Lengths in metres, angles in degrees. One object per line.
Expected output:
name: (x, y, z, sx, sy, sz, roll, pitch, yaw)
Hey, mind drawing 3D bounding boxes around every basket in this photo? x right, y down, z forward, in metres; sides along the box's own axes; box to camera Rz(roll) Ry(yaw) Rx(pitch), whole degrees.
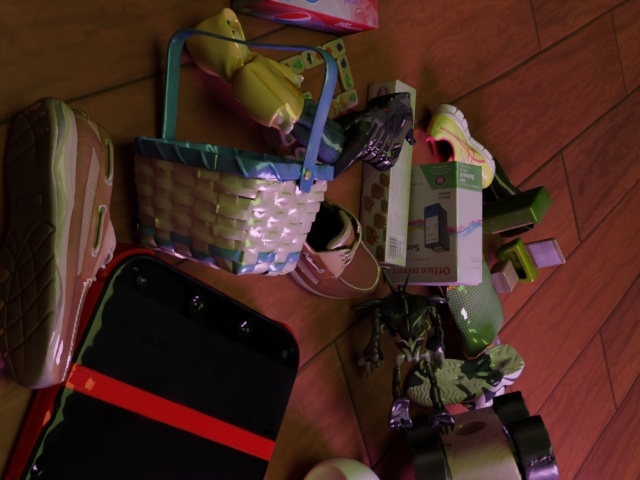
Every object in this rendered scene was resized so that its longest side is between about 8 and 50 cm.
basket: (-0.113, -0.113, 1.082, 0.201, 0.254, 0.289, -9, 113, -54)

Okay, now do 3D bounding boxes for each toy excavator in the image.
toy excavator: (0.309, 0.503, 1.527, 0.433, 0.222, 0.445, -66, 140, -84)

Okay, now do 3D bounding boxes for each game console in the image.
game console: (-0.193, 0.218, 1.119, 0.386, 0.060, 0.342, 34, 69, -43)

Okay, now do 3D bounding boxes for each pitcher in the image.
pitcher: (0.038, 0.437, 1.336, 0.178, 0.125, 0.207, -61, 144, -12)

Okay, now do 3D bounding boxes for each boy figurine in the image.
boy figurine: (-0.060, -0.215, 1.213, 0.285, 0.092, 0.177, 40, 27, -12)

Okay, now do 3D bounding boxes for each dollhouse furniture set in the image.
dollhouse furniture set: (0.367, 0.060, 1.673, 0.301, 0.151, 0.198, -46, 114, -47)

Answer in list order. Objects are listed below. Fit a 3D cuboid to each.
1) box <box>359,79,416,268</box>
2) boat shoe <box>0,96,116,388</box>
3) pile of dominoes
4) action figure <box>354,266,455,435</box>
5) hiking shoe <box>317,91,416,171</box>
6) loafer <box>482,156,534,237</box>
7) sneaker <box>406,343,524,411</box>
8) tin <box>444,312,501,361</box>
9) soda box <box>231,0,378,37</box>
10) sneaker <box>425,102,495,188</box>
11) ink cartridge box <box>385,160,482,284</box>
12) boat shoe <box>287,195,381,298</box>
box: (0.116, -0.114, 1.490, 0.067, 0.063, 0.324, 13, 78, -50)
boat shoe: (-0.285, 0.004, 0.965, 0.116, 0.123, 0.325, 12, 80, -51)
pile of dominoes: (0.000, -0.207, 1.375, 0.251, 0.040, 0.196, -35, 114, -45)
action figure: (0.141, 0.187, 1.428, 0.141, 0.164, 0.276, 99, -12, -53)
hiking shoe: (0.083, -0.158, 1.376, 0.227, 0.086, 0.114, -33, 109, -36)
loafer: (0.397, -0.098, 1.811, 0.220, 0.078, 0.080, 53, 51, -34)
sneaker: (0.264, 0.288, 1.621, 0.235, 0.094, 0.153, -19, 142, -22)
tin: (0.308, 0.207, 1.723, 0.190, 0.040, 0.106, 48, 49, -36)
soda box: (-0.019, -0.385, 1.330, 0.263, 0.083, 0.092, -4, 91, -50)
sneaker: (0.264, -0.165, 1.669, 0.208, 0.081, 0.094, 47, 61, -29)
ink cartridge box: (0.200, -0.026, 1.514, 0.093, 0.154, 0.213, 3, 86, -50)
boat shoe: (0.000, 0.000, 1.301, 0.324, 0.120, 0.123, 35, 62, -43)
